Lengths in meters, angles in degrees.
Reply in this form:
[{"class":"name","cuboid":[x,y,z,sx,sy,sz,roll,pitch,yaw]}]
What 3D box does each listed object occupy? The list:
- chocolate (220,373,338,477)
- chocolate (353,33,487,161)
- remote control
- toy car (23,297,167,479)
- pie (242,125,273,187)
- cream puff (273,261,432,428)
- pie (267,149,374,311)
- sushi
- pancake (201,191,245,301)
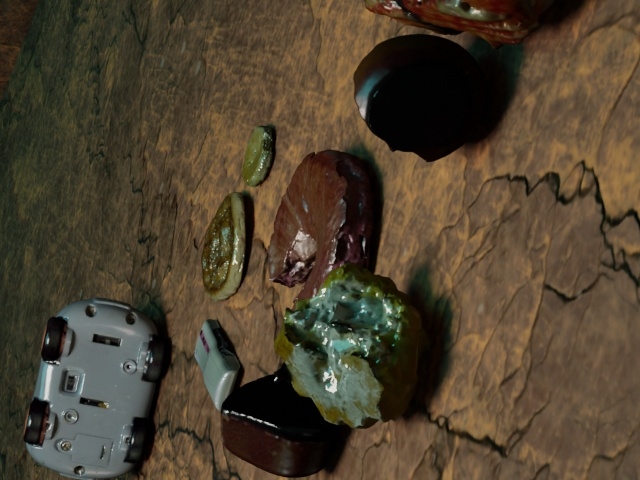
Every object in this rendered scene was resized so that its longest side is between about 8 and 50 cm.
[{"class":"chocolate","cuboid":[-0.044,0.208,1.643,0.149,0.125,0.080,-136,43,-61]},{"class":"chocolate","cuboid":[0.090,-0.137,1.447,0.133,0.127,0.124,-102,13,-65]},{"class":"remote control","cuboid":[-0.139,0.160,2.009,0.166,0.029,0.065,-127,50,-63]},{"class":"toy car","cuboid":[-0.344,0.220,2.321,0.212,0.181,0.270,-173,94,-79]},{"class":"pie","cuboid":[-0.081,-0.112,2.012,0.084,0.020,0.084,-167,90,-69]},{"class":"cream puff","cuboid":[0.042,0.100,1.477,0.156,0.156,0.121,-106,-8,-50]},{"class":"pie","cuboid":[0.000,0.000,1.703,0.218,0.054,0.204,-130,54,-63]},{"class":"sushi","cuboid":[0.129,-0.252,1.404,0.130,0.124,0.332,-67,23,0]},{"class":"pancake","cuboid":[-0.129,0.008,2.062,0.158,0.028,0.158,-171,90,-70]}]
